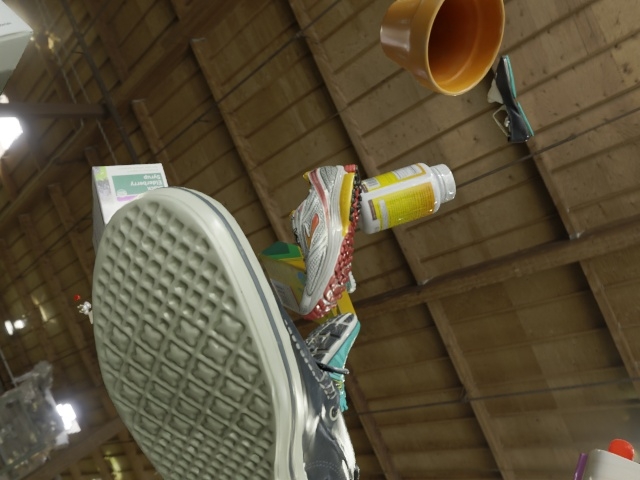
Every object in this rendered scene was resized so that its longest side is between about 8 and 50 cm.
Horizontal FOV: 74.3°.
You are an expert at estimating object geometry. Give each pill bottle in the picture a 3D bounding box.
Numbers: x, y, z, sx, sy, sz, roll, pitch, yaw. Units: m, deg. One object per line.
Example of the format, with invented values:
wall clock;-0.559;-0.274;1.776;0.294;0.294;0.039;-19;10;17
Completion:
pill bottle;0.179;-0.098;0.928;0.214;0.117;0.117;-18;-84;-5

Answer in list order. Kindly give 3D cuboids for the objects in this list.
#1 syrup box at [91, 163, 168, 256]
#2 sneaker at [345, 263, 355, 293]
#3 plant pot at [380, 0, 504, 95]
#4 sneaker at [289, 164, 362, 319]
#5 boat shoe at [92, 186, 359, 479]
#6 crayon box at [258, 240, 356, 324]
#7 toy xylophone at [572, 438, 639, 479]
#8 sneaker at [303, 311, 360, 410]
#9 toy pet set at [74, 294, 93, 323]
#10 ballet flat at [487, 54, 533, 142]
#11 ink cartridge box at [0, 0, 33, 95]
syrup box;-0.302;-0.017;0.668;0.237;0.093;0.096;-46;-120;52
sneaker;0.059;0.101;1.315;0.064;0.076;0.167;-10;-74;39
plant pot;0.229;-0.421;0.865;0.188;0.205;0.205;42;-54;47
sneaker;0.000;0.000;0.595;0.092;0.088;0.226;5;-110;15
boat shoe;-0.067;0.174;0.439;0.186;0.156;0.501;-7;-64;21
crayon box;-0.025;0.126;1.161;0.318;0.081;0.202;15;-47;51
toy xylophone;0.587;0.498;0.706;0.322;0.236;0.081;22;-23;44
sneaker;-0.001;0.254;0.740;0.110;0.275;0.107;39;-25;-21
toy pet set;-0.593;0.171;1.157;0.122;0.065;0.114;-35;-114;11
ballet flat;0.429;-0.318;0.978;0.074;0.074;0.203;-16;-72;35
ink cartridge box;-0.436;-0.235;0.420;0.154;0.093;0.212;-32;-69;31
